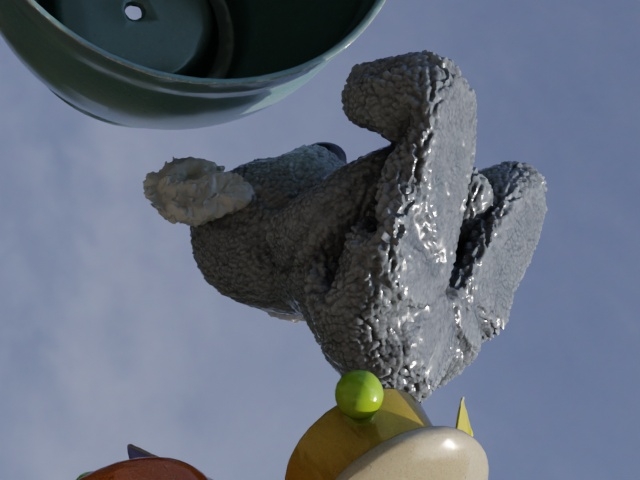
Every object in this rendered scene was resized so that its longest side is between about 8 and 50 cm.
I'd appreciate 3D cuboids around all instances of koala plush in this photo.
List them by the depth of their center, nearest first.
[{"bbox_3d":[0.000,0.000,0.964,0.221,0.196,0.203,7,-115,35],"label":"koala plush"}]

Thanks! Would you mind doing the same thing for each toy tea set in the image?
[{"bbox_3d":[-0.016,0.184,0.698,0.124,0.200,0.336,49,-19,43],"label":"toy tea set"}]

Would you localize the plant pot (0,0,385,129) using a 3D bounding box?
[{"bbox_3d":[-0.114,-0.196,1.025,0.293,0.293,0.196,62,-28,10],"label":"plant pot"}]

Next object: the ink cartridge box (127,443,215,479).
[{"bbox_3d":[-0.029,0.328,1.060,0.307,0.072,0.303,13,-58,34],"label":"ink cartridge box"}]
